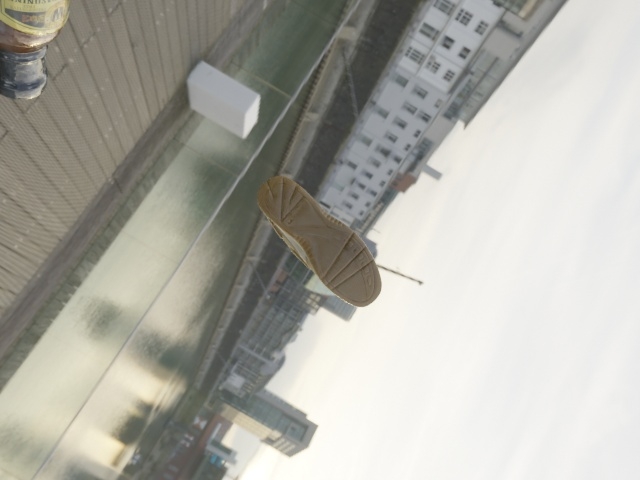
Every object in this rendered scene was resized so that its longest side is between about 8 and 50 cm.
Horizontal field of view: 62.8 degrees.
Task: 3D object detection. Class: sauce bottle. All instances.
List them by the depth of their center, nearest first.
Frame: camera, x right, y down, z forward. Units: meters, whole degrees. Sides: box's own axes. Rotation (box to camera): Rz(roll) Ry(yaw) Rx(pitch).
[{"bbox_3d":[-0.318,-0.287,0.551,0.344,0.111,0.111,-45,-168,53],"label":"sauce bottle"}]

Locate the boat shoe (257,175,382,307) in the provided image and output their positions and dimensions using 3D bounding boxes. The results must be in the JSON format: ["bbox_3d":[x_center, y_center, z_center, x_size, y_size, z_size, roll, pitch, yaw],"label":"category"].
[{"bbox_3d":[0.000,0.000,0.567,0.063,0.170,0.059,-41,-175,-5],"label":"boat shoe"}]
